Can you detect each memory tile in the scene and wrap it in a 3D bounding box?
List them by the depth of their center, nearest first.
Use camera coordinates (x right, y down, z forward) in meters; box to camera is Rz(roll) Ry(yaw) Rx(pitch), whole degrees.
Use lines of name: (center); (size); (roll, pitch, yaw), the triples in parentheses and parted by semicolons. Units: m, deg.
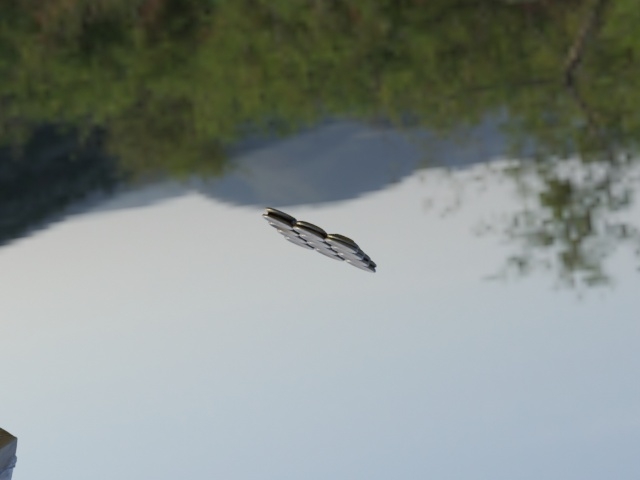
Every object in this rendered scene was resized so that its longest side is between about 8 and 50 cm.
memory tile: (0.000, 0.000, 1.941); (0.113, 0.012, 0.148); (20, 173, 15)

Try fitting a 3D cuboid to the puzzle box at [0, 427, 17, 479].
puzzle box: (-0.411, 0.096, 1.015); (0.409, 0.052, 0.272); (27, -145, 17)
